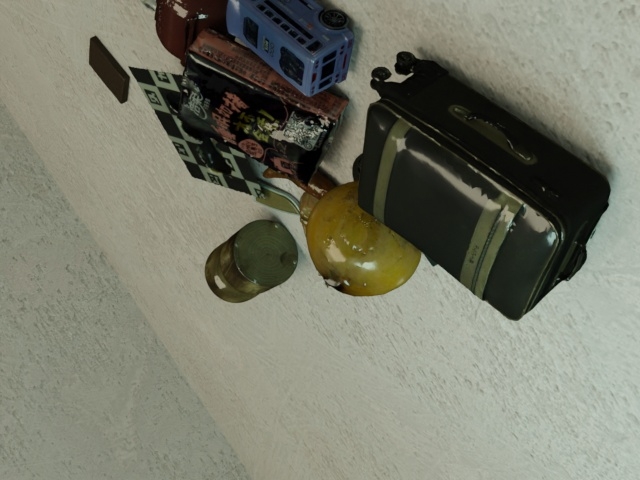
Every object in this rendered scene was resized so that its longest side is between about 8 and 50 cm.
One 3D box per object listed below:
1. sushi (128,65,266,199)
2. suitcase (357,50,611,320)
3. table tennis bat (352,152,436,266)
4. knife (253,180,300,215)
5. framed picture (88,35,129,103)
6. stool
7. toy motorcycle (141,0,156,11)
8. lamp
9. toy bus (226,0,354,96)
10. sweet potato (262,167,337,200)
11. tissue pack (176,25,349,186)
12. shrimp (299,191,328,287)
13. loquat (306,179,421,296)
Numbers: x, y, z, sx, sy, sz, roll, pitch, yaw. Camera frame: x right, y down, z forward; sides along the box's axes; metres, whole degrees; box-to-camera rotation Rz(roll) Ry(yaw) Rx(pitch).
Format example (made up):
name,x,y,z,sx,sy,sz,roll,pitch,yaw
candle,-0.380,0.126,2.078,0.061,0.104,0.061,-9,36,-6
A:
name,x,y,z,sx,sy,sz,roll,pitch,yaw
sushi,-0.268,-0.293,1.899,0.296,0.100,0.373,18,147,38
suitcase,0.235,-0.085,1.236,0.434,0.194,0.283,39,149,24
table tennis bat,0.157,-0.062,1.563,0.274,0.021,0.154,53,152,8
knife,-0.158,-0.125,1.966,0.343,0.027,0.061,24,129,40
framed picture,-0.627,-0.504,2.278,0.168,0.023,0.128,50,151,8
stool,-0.189,0.061,2.060,0.179,0.179,0.264,56,152,-3
toy motorcycle,-0.365,-0.571,1.749,0.229,0.074,0.151,20,140,44
lamp,-0.252,-0.468,1.574,0.180,0.180,0.258,49,154,10
toy bus,-0.076,-0.401,1.424,0.292,0.133,0.125,44,151,19
sweet potato,-0.029,-0.130,1.724,0.255,0.058,0.078,29,118,29
tissue pack,-0.123,-0.274,1.571,0.332,0.123,0.245,27,147,-1
shrimp,0.001,0.000,1.827,0.145,0.061,0.267,26,141,44
loquat,0.082,-0.005,1.481,0.235,0.235,0.235,37,148,29
